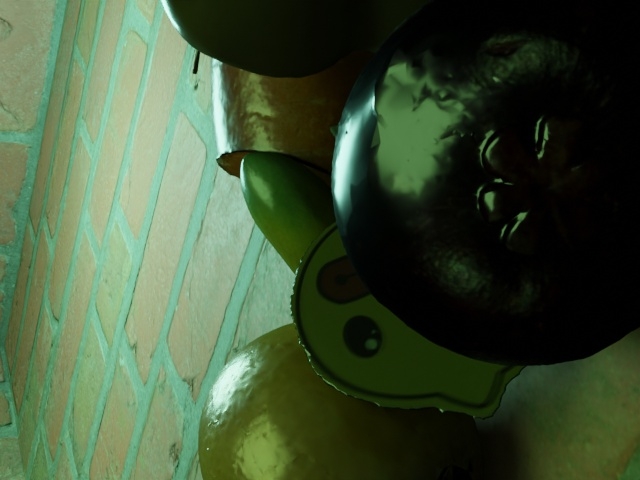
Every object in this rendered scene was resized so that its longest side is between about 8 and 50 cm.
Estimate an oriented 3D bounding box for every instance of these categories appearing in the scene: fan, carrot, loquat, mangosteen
[{"bbox_3d":[0.075,0.010,0.751,0.011,0.229,0.335,79,170,-53],"label":"fan"},{"bbox_3d":[-0.031,-0.186,0.974,0.193,0.214,0.331,88,-177,-79],"label":"carrot"},{"bbox_3d":[0.013,0.199,0.785,0.263,0.263,0.263,-15,73,60],"label":"loquat"},{"bbox_3d":[0.148,-0.050,0.616,0.233,0.287,0.288,13,99,33],"label":"mangosteen"}]

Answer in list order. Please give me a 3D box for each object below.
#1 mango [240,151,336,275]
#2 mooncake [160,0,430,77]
[{"bbox_3d":[0.004,0.005,0.875,0.091,0.237,0.137,-43,50,4],"label":"mango"},{"bbox_3d":[0.013,-0.337,0.659,0.467,0.467,0.262,-53,39,45],"label":"mooncake"}]
